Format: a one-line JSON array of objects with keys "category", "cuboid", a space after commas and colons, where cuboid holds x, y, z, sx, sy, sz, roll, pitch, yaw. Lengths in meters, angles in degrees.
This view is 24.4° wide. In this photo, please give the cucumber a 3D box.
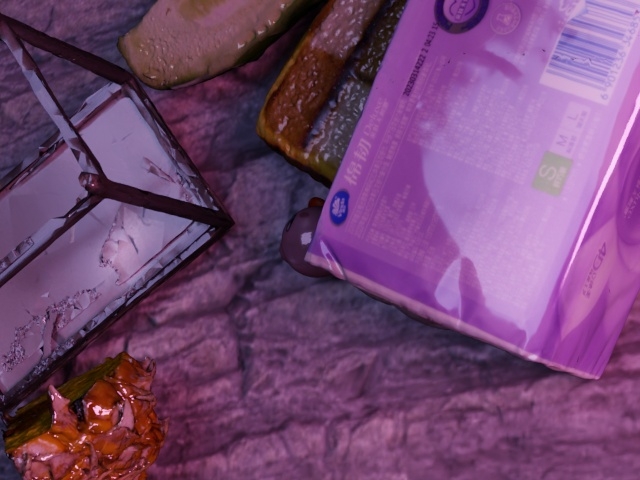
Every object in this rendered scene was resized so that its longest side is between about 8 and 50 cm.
[{"category": "cucumber", "cuboid": [-0.074, -0.252, 1.503, 0.325, 0.105, 0.145, -34, 77, 38]}]

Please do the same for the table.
[{"category": "table", "cuboid": [-0.319, -0.013, 1.448, 0.335, 0.272, 0.222, -39, 69, 14]}]

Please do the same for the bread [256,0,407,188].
[{"category": "bread", "cuboid": [0.051, -0.150, 1.361, 0.181, 0.096, 0.222, 41, 102, 40]}]

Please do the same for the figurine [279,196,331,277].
[{"category": "figurine", "cuboid": [0.000, 0.000, 1.366, 0.071, 0.067, 0.083, -42, 12, -25]}]

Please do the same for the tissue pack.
[{"category": "tissue pack", "cuboid": [0.165, -0.080, 1.180, 0.242, 0.160, 0.338, 24, 93, 35]}]

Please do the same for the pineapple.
[{"category": "pineapple", "cuboid": [-0.205, 0.200, 1.422, 0.161, 0.334, 0.158, -29, 89, -11]}]
